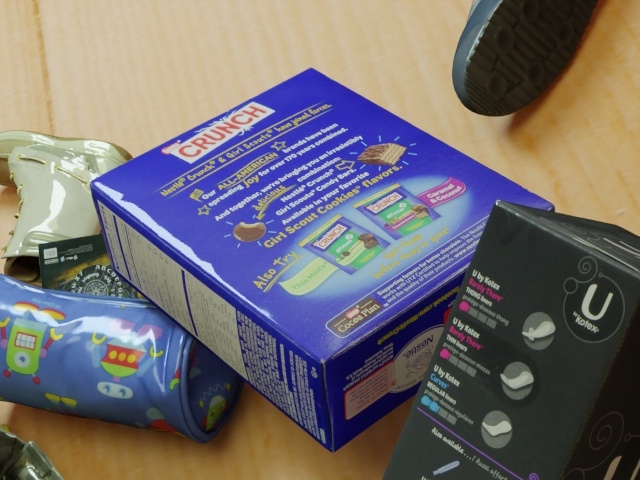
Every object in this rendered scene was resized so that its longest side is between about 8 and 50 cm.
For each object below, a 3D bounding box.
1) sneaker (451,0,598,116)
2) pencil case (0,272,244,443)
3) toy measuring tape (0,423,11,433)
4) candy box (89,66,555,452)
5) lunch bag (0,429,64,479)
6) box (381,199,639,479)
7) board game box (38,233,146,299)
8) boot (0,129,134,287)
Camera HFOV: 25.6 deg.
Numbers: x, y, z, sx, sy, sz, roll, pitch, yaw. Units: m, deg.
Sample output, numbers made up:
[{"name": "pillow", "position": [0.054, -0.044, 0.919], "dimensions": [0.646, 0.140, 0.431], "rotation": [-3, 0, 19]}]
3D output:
[{"name": "sneaker", "position": [0.201, -0.250, 1.417], "dimensions": [0.131, 0.112, 0.319], "rotation": [4, 54, 52]}, {"name": "pencil case", "position": [-0.217, 0.105, 1.334], "dimensions": [0.306, 0.119, 0.133], "rotation": [6, 94, 25]}, {"name": "toy measuring tape", "position": [-0.340, 0.230, 1.359], "dimensions": [0.121, 0.121, 0.330], "rotation": [-39, 30, -2]}, {"name": "candy box", "position": [0.000, 0.000, 1.237], "dimensions": [0.268, 0.122, 0.317], "rotation": [-31, 48, -28]}, {"name": "lunch bag", "position": [-0.273, 0.313, 1.102], "dimensions": [0.235, 0.169, 0.287], "rotation": [-56, 34, 15]}, {"name": "box", "position": [0.172, 0.127, 1.017], "dimensions": [0.143, 0.165, 0.270], "rotation": [31, 106, 42]}, {"name": "board game box", "position": [-0.196, 0.052, 1.410], "dimensions": [0.186, 0.026, 0.126], "rotation": [-9, 83, 24]}, {"name": "boot", "position": [-0.320, -0.034, 1.549], "dimensions": [0.213, 0.077, 0.165], "rotation": [5, 60, 26]}]
